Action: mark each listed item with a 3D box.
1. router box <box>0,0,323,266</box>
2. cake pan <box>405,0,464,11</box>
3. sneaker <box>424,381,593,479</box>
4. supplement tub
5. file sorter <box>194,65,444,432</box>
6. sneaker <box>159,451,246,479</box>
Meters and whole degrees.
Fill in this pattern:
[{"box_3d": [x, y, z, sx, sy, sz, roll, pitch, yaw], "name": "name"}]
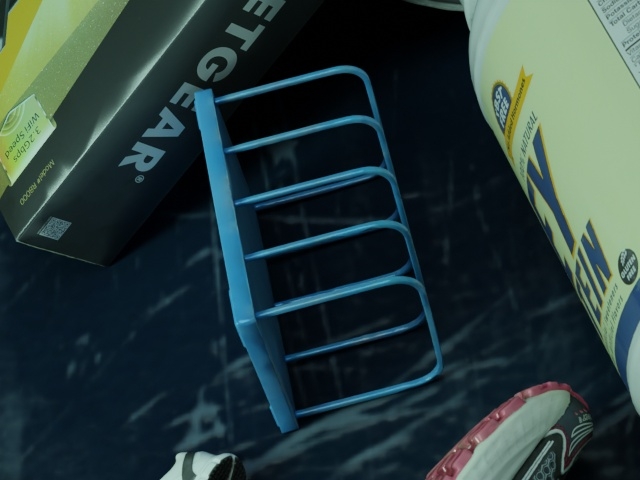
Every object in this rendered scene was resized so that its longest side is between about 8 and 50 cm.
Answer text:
[{"box_3d": [-0.120, -0.177, 1.153, 0.309, 0.081, 0.243, -50, 50, 19], "name": "router box"}, {"box_3d": [0.094, -0.285, 1.202, 0.293, 0.054, 0.293, 3, 63, -6], "name": "cake pan"}, {"box_3d": [0.070, 0.205, 0.906, 0.112, 0.121, 0.299, 28, 63, 0], "name": "sneaker"}, {"box_3d": [0.218, -0.067, 0.961, 0.235, 0.235, 0.325, -23, 52, 1], "name": "supplement tub"}, {"box_3d": [0.000, 0.000, 1.056, 0.104, 0.118, 0.170, -15, 53, 3], "name": "file sorter"}, {"box_3d": [-0.085, 0.164, 1.021, 0.044, 0.040, 0.109, 10, 54, 42], "name": "sneaker"}]
